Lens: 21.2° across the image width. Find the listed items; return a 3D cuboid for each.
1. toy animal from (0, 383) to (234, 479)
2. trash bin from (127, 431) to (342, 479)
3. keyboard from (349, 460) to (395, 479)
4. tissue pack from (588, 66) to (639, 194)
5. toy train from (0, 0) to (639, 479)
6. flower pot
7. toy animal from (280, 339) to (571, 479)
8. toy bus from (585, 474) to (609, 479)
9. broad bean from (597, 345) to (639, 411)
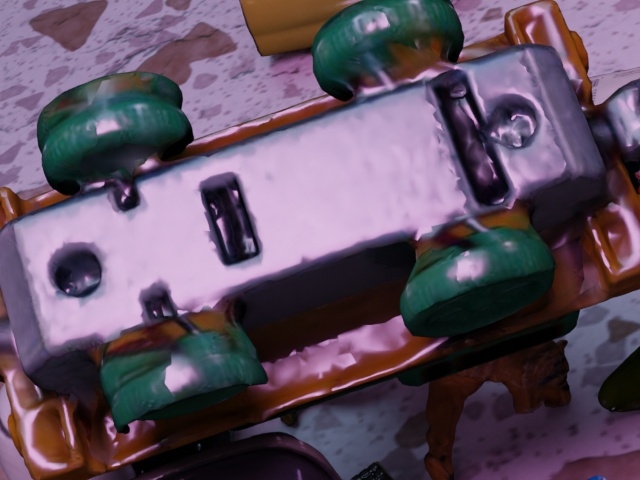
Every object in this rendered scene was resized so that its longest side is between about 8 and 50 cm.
[{"bbox_3d":[-0.138,0.119,1.162,0.179,0.138,0.166,-15,18,10],"label":"toy animal"},{"bbox_3d":[-0.056,0.232,0.889,0.209,0.182,0.290,-25,25,2],"label":"trash bin"},{"bbox_3d":[-0.004,0.189,1.082,0.129,0.015,0.049,-33,33,-10],"label":"keyboard"},{"bbox_3d":[0.210,-0.066,1.217,0.170,0.090,0.103,-11,36,27],"label":"tissue pack"},{"bbox_3d":[-0.003,0.009,0.945,0.429,0.249,0.178,-19,70,0],"label":"toy train"},{"bbox_3d":[0.018,-0.274,1.572,0.179,0.195,0.195,-5,37,10],"label":"flower pot"},{"bbox_3d":[0.035,0.064,1.139,0.116,0.114,0.255,-41,33,-26],"label":"toy animal"},{"bbox_3d":[0.133,0.242,0.809,0.134,0.113,0.246,-35,27,28],"label":"toy bus"},{"bbox_3d":[0.262,0.038,1.085,0.069,0.039,0.227,22,55,42],"label":"broad bean"}]
